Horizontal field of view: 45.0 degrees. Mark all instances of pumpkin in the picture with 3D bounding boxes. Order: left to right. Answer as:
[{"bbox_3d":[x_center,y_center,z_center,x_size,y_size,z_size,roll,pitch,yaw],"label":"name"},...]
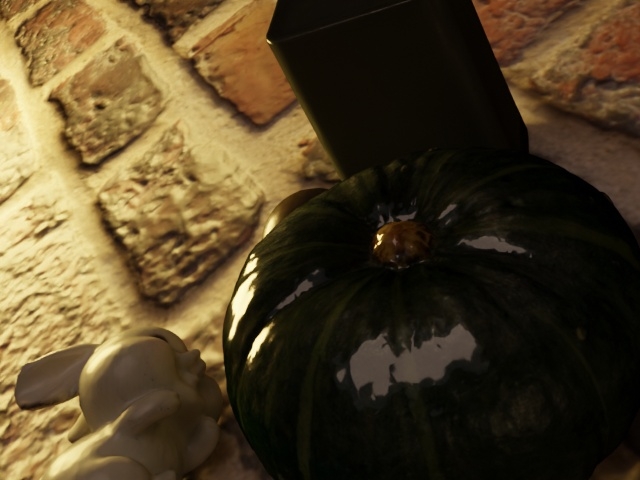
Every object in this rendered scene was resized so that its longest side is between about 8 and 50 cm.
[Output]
[{"bbox_3d":[0.082,0.067,0.547,0.300,0.207,0.300,-18,32,12],"label":"pumpkin"}]

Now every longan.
[{"bbox_3d":[0.000,0.000,0.728,0.119,0.106,0.106,-32,40,30],"label":"longan"}]

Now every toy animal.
[{"bbox_3d":[-0.179,0.174,0.674,0.178,0.127,0.193,-25,46,14],"label":"toy animal"}]

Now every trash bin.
[{"bbox_3d":[0.074,-0.132,0.696,0.164,0.240,0.122,-12,46,26],"label":"trash bin"}]
